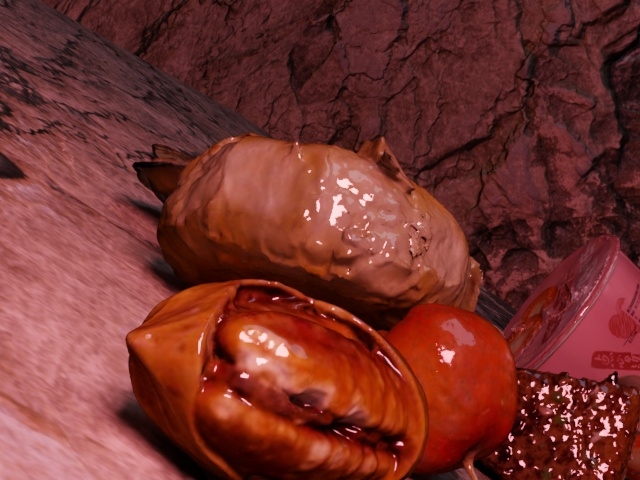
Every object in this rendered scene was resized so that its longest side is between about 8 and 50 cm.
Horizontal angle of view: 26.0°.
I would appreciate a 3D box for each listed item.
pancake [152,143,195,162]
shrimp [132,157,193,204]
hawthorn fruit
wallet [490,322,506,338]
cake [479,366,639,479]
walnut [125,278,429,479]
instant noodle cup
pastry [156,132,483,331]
[{"bbox_3d":[-0.122,-0.061,1.764,0.212,0.029,0.235,31,6,-15],"label":"pancake"},{"bbox_3d":[-0.055,-0.024,1.371,0.272,0.085,0.445,13,-7,-7],"label":"shrimp"},{"bbox_3d":[0.081,0.114,0.996,0.125,0.125,0.140,-70,144,-84],"label":"hawthorn fruit"},{"bbox_3d":[0.092,0.071,1.640,0.250,0.075,0.176,29,1,-42],"label":"wallet"},{"bbox_3d":[0.148,0.176,1.198,0.246,0.135,0.112,5,-14,13],"label":"cake"},{"bbox_3d":[-0.022,0.077,0.718,0.207,0.116,0.116,28,7,-42],"label":"walnut"},{"bbox_3d":[0.356,0.153,1.668,0.231,0.243,0.243,40,5,-6],"label":"instant noodle cup"},{"bbox_3d":[-0.005,-0.001,1.072,0.235,0.121,0.257,31,-23,-33],"label":"pastry"}]
